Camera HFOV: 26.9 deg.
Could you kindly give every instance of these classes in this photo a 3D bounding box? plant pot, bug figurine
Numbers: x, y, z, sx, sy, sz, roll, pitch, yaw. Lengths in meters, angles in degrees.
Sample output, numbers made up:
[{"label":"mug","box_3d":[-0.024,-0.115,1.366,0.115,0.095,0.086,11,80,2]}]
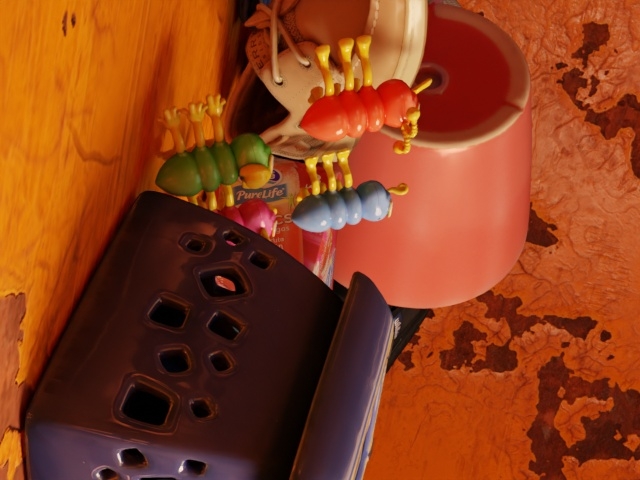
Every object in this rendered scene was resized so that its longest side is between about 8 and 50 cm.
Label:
[{"label":"plant pot","box_3d":[-0.070,0.139,0.972,0.236,0.212,0.236,-70,171,-46]},{"label":"plant pot","box_3d":[0.106,-0.101,1.428,0.243,0.275,0.275,95,9,-57]},{"label":"bug figurine","box_3d":[-0.022,-0.052,1.062,0.279,0.216,0.072,97,-22,-69]}]

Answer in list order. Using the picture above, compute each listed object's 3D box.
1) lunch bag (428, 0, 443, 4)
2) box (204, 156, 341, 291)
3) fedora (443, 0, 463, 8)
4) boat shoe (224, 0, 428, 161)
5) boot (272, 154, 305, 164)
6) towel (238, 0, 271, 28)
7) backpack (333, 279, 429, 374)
[{"label":"lunch bag","box_3d":[0.060,-0.293,1.578,0.262,0.160,0.223,118,-17,-65]},{"label":"box","box_3d":[-0.054,0.042,1.335,0.257,0.122,0.128,94,10,-54]},{"label":"fedora","box_3d":[0.122,-0.306,2.020,0.124,0.244,0.275,-46,170,-10]},{"label":"boat shoe","box_3d":[-0.003,-0.149,1.094,0.341,0.110,0.121,121,-40,-63]},{"label":"boot","box_3d":[-0.029,-0.156,1.360,0.178,0.085,0.236,-74,176,-55]},{"label":"towel","box_3d":[-0.013,-0.374,1.263,0.336,0.040,0.243,-70,171,-52]},{"label":"backpack","box_3d":[0.044,0.045,1.738,0.355,0.273,0.290,-37,146,-31]}]
